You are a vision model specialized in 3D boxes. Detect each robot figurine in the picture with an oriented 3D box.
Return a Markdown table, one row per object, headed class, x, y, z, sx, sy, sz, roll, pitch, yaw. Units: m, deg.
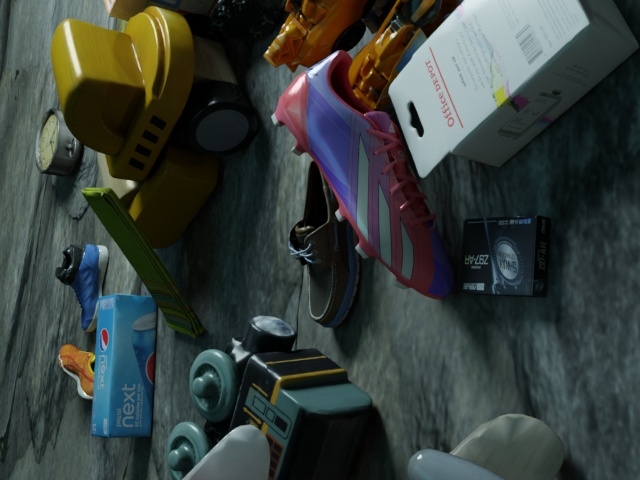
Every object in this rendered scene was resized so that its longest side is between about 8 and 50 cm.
| class | x | y | z | sx | sy | sz | roll | pitch | yaw |
| --- | --- | --- | --- | --- | --- | --- | --- | --- | --- |
| robot figurine | 0.067 | -0.244 | 0.795 | 0.211 | 0.085 | 0.291 | 50 | 131 | 16 |

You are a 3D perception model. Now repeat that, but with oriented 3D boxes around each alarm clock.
| class | x | y | z | sx | sy | sz | roll | pitch | yaw |
| --- | --- | --- | --- | --- | --- | --- | --- | --- | --- |
| alarm clock | -0.503 | -0.188 | 1.642 | 0.192 | 0.064 | 0.130 | 21 | 101 | 56 |

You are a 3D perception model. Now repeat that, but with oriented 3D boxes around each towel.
| class | x | y | z | sx | sy | sz | roll | pitch | yaw |
| --- | --- | --- | --- | --- | --- | --- | --- | --- | --- |
| towel | -0.243 | 0.031 | 1.139 | 0.102 | 0.021 | 0.237 | 3 | 128 | 54 |

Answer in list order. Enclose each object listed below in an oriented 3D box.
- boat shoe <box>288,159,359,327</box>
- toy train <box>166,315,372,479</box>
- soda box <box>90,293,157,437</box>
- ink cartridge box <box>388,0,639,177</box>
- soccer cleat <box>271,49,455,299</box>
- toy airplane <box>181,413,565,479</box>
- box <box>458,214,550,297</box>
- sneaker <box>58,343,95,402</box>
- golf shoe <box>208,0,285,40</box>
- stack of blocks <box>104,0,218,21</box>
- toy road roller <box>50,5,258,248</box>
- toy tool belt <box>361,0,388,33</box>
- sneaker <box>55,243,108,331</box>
| class | x | y | z | sx | sy | sz | roll | pitch | yaw |
| --- | --- | --- | --- | --- | --- | --- | --- | --- | --- |
| boat shoe | 0.000 | 0.000 | 0.895 | 0.066 | 0.066 | 0.183 | -3 | 81 | 55 |
| toy train | -0.068 | 0.253 | 0.891 | 0.190 | 0.142 | 0.334 | 30 | 108 | 43 |
| soda box | -0.295 | 0.188 | 1.268 | 0.067 | 0.071 | 0.210 | -12 | 73 | 52 |
| ink cartridge box | 0.152 | -0.145 | 0.712 | 0.198 | 0.067 | 0.115 | -43 | 50 | 40 |
| soccer cleat | 0.053 | -0.059 | 0.770 | 0.095 | 0.083 | 0.248 | -42 | 75 | 24 |
| toy airplane | 0.014 | 0.304 | 0.544 | 0.272 | 0.384 | 0.386 | -13 | 71 | 63 |
| box | 0.155 | 0.014 | 0.716 | 0.083 | 0.018 | 0.067 | -1 | 82 | 54 |
| sneaker | -0.389 | 0.214 | 1.420 | 0.175 | 0.064 | 0.067 | 29 | 87 | 48 |
| golf shoe | -0.071 | -0.329 | 1.072 | 0.198 | 0.077 | 0.094 | -27 | 45 | 47 |
| stack of blocks | -0.153 | -0.413 | 1.104 | 0.297 | 0.171 | 0.087 | -50 | 46 | 36 |
| toy road roller | -0.259 | -0.163 | 1.141 | 0.330 | 0.240 | 0.203 | -52 | 44 | 35 |
| toy tool belt | 0.062 | -0.262 | 0.886 | 0.051 | 0.052 | 0.083 | 46 | 133 | 5 |
| sneaker | -0.420 | 0.081 | 1.453 | 0.058 | 0.084 | 0.152 | 12 | 93 | 55 |
